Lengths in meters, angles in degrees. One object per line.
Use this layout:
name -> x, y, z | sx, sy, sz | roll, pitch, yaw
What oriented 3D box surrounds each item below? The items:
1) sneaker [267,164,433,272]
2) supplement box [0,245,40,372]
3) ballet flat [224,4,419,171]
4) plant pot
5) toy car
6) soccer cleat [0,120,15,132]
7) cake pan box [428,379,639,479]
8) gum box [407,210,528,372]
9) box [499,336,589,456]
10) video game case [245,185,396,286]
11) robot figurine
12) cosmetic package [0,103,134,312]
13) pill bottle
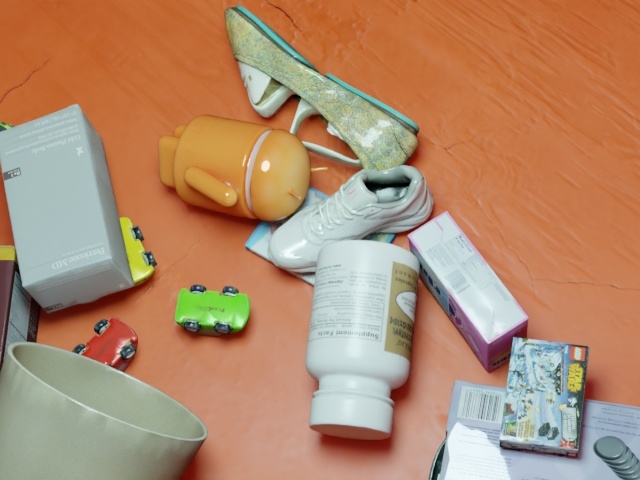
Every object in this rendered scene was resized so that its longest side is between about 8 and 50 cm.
sneaker -> 0.033, -0.041, 1.885 | 0.232, 0.115, 0.090 | -27, 65, -6
supplement box -> -0.476, 0.120, 1.879 | 0.191, 0.129, 0.194 | 0, 65, 7
ballet flat -> -0.025, -0.195, 1.987 | 0.348, 0.123, 0.123 | 36, 74, 20
plant pot -> -0.305, 0.298, 1.726 | 0.256, 0.256, 0.274 | 26, 93, 17
toy car -> -0.200, 0.092, 1.903 | 0.225, 0.053, 0.239 | 5, 67, 8
soccer cleat -> -0.493, -0.146, 2.047 | 0.179, 0.060, 0.072 | 17, 78, 21
cake pan box -> 0.260, 0.306, 1.746 | 0.266, 0.070, 0.246 | 7, 64, 9
gum box -> 0.183, 0.061, 1.843 | 0.062, 0.107, 0.188 | -31, 66, -8
box -> 0.269, 0.187, 1.749 | 0.094, 0.027, 0.137 | 6, 62, 11
video game case -> 0.000, 0.000, 1.943 | 0.166, 0.015, 0.119 | 28, 72, 18
robot figurine -> -0.107, -0.094, 1.927 | 0.219, 0.158, 0.128 | 12, 81, 21
cosmetic package -> -0.333, -0.039, 1.896 | 0.127, 0.107, 0.238 | -19, 60, 3
pill bottle -> 0.049, 0.125, 1.813 | 0.131, 0.131, 0.229 | 4, 73, 8
